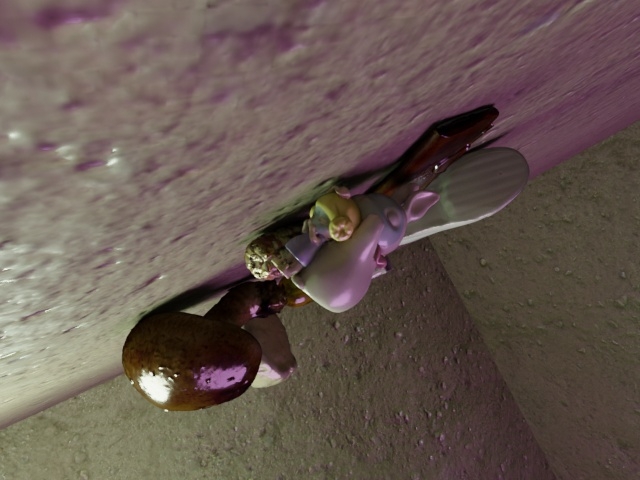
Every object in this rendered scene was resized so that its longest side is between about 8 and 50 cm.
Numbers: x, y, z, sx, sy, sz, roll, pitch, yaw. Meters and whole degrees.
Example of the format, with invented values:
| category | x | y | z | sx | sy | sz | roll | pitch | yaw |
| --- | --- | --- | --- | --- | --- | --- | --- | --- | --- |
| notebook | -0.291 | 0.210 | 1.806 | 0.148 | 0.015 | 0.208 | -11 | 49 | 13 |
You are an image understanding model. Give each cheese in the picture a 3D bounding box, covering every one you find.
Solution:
| category | x | y | z | sx | sy | sz | roll | pitch | yaw |
| --- | --- | --- | --- | --- | --- | --- | --- | --- | --- |
| cheese | -0.201 | 0.324 | 1.316 | 0.115 | 0.326 | 0.318 | -28 | -152 | 10 |

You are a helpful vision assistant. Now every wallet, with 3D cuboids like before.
| category | x | y | z | sx | sy | sz | roll | pitch | yaw |
| --- | --- | --- | --- | --- | --- | --- | --- | --- | --- |
| wallet | 0.170 | -0.122 | 0.647 | 0.137 | 0.031 | 0.255 | -20 | 169 | -22 |

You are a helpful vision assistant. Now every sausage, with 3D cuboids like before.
| category | x | y | z | sx | sy | sz | roll | pitch | yaw |
| --- | --- | --- | --- | --- | --- | --- | --- | --- | --- |
| sausage | -0.005 | 0.134 | 1.400 | 0.347 | 0.123 | 0.123 | -20 | 170 | -36 |

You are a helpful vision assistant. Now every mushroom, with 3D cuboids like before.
| category | x | y | z | sx | sy | sz | roll | pitch | yaw |
| --- | --- | --- | --- | --- | --- | --- | --- | --- | --- |
| mushroom | -0.266 | 0.223 | 0.952 | 0.335 | 0.355 | 0.331 | 17 | 172 | -7 |

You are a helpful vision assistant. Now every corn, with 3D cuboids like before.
| category | x | y | z | sx | sy | sz | roll | pitch | yaw |
| --- | --- | --- | --- | --- | --- | --- | --- | --- | --- |
| corn | -0.021 | 0.004 | 0.702 | 0.237 | 0.079 | 0.079 | -18 | 169 | -42 |

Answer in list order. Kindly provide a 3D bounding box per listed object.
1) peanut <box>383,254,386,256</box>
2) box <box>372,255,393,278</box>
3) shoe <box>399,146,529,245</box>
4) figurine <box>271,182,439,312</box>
| category | x | y | z | sx | sy | sz | roll | pitch | yaw |
| --- | --- | --- | --- | --- | --- | --- | --- | --- | --- |
| peanut | 0.093 | 0.045 | 1.190 | 0.257 | 0.123 | 0.123 | -30 | 171 | 12 |
| box | 0.192 | 0.099 | 1.720 | 0.173 | 0.145 | 0.333 | -26 | 172 | 13 |
| shoe | 0.241 | -0.073 | 0.850 | 0.363 | 0.131 | 0.160 | -22 | 171 | 1 |
| figurine | 0.055 | -0.019 | 0.595 | 0.235 | 0.155 | 0.127 | -51 | -156 | 0 |
